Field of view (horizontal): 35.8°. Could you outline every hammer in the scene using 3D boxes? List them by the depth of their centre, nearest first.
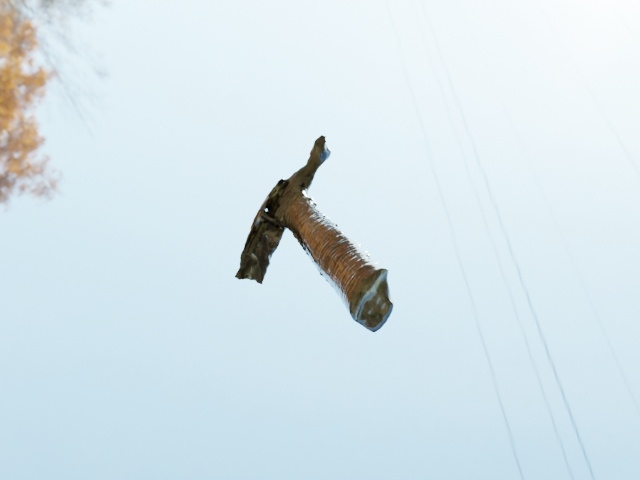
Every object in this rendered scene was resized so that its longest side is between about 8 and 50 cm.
[{"bbox_3d":[-0.001,-0.001,0.634,0.125,0.027,0.297,-58,-163,3],"label":"hammer"}]
